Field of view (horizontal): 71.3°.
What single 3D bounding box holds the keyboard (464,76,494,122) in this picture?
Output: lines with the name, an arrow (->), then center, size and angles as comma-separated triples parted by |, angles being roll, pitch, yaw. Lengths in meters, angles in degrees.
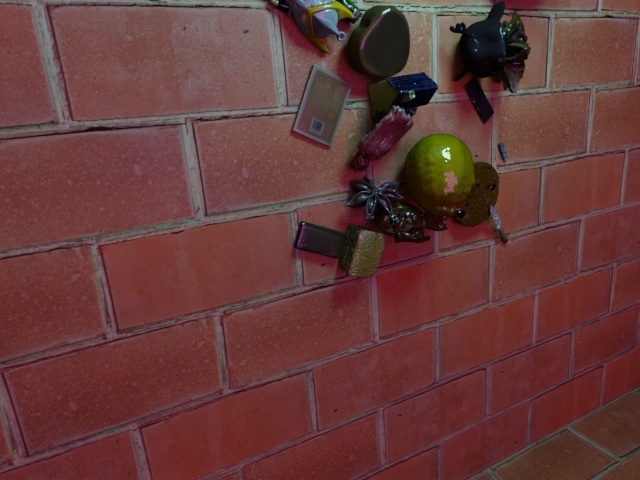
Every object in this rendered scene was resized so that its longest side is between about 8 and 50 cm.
keyboard -> 0.682, -0.602, 1.915 | 0.074, 0.015, 0.196 | -49, 118, -13

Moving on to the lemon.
lemon -> 0.456, -0.256, 1.718 | 0.285, 0.285, 0.316 | 47, 36, -28

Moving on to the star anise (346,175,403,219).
star anise -> 0.203, -0.157, 1.689 | 0.212, 0.073, 0.197 | 13, 60, 8

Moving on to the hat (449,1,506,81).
hat -> 0.610, -0.785, 1.767 | 0.238, 0.209, 0.336 | 72, 24, -59

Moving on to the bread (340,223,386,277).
bread -> 0.160, 0.043, 1.753 | 0.138, 0.102, 0.196 | 8, 101, -26

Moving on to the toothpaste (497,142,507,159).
toothpaste -> 0.831, -0.406, 2.034 | 0.020, 0.017, 0.083 | -38, 115, -15

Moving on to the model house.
model house -> 0.315, -0.520, 1.637 | 0.194, 0.211, 0.170 | -15, 106, -24

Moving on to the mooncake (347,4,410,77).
mooncake -> 0.214, -0.696, 1.591 | 0.234, 0.117, 0.235 | -16, 123, -27

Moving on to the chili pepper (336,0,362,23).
chili pepper -> 0.055, -0.838, 1.509 | 0.224, 0.061, 0.098 | 41, 51, -21

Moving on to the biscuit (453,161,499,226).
biscuit -> 0.676, -0.204, 1.967 | 0.296, 0.075, 0.296 | -12, 115, -27

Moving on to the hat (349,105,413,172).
hat -> 0.213, -0.369, 1.649 | 0.286, 0.107, 0.236 | -45, 158, 17

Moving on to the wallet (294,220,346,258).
wallet -> 0.000, 0.000, 1.701 | 0.198, 0.031, 0.110 | 15, 96, -28

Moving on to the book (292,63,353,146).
book -> 0.007, -0.479, 1.598 | 0.170, 0.018, 0.242 | 17, 94, -30

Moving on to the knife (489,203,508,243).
knife -> 0.829, -0.078, 2.078 | 0.047, 0.017, 0.298 | -54, 131, -8

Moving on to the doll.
doll -> -0.037, -0.765, 1.462 | 0.316, 0.103, 0.145 | 31, 91, -24

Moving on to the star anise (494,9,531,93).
star anise -> 0.770, -0.756, 1.785 | 0.109, 0.349, 0.292 | 10, 117, -1

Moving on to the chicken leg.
chicken leg -> 0.386, -0.069, 1.780 | 0.361, 0.211, 0.140 | 6, 131, -25
